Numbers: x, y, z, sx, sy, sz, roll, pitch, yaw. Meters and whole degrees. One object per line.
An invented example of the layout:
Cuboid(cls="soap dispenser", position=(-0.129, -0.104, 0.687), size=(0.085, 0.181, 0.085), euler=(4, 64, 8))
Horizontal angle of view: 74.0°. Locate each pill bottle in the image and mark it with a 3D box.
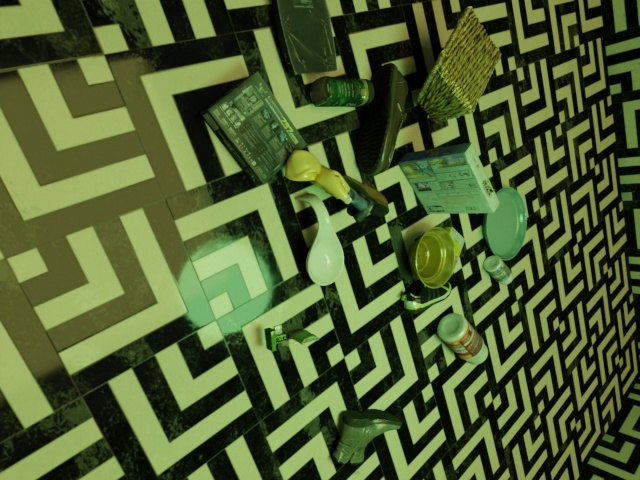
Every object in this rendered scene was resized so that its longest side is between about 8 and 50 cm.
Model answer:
Cuboid(cls="pill bottle", position=(0.763, 0.130, 1.815), size=(0.137, 0.078, 0.078), euler=(38, 71, -31))
Cuboid(cls="pill bottle", position=(0.557, 0.388, 1.651), size=(0.221, 0.121, 0.121), euler=(45, 67, -29))

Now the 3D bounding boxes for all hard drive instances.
Cuboid(cls="hard drive", position=(-0.049, -0.596, 1.186), size=(0.172, 0.054, 0.254), euler=(-21, 105, -34))

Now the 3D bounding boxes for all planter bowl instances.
Cuboid(cls="planter bowl", position=(0.380, 0.059, 1.519), size=(0.217, 0.090, 0.217), euler=(-2, 93, -37))

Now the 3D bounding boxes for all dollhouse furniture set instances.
Cuboid(cls="dollhouse furniture set", position=(-0.084, 0.262, 1.196), size=(0.152, 0.076, 0.058), euler=(-8, 98, -35))

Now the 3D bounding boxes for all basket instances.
Cuboid(cls="basket", position=(0.431, -0.587, 1.445), size=(0.223, 0.213, 0.299), euler=(38, 71, -29))

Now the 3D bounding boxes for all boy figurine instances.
Cuboid(cls="boy figurine", position=(0.027, -0.152, 1.187), size=(0.285, 0.177, 0.092), euler=(27, 103, -36))

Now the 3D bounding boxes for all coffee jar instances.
Cuboid(cls="coffee jar", position=(0.068, -0.437, 1.256), size=(0.184, 0.096, 0.079), euler=(-13, 99, -35))

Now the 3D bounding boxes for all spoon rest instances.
Cuboid(cls="spoon rest", position=(0.000, 0.000, 1.239), size=(0.137, 0.084, 0.276), euler=(-23, 105, -33))

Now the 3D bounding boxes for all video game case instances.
Cuboid(cls="video game case", position=(0.428, -0.199, 1.429), size=(0.061, 0.269, 0.244), euler=(-51, 120, -24))

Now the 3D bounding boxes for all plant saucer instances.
Cuboid(cls="plant saucer", position=(0.800, -0.073, 1.854), size=(0.318, 0.044, 0.317), euler=(-2, 94, -37))

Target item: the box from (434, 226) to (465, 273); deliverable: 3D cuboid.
Cuboid(cls="box", position=(0.487, 0.050, 1.629), size=(0.105, 0.043, 0.179), euler=(36, 70, -33))

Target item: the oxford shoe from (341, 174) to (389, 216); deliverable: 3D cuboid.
Cuboid(cls="oxford shoe", position=(0.131, -0.153, 1.349), size=(0.212, 0.076, 0.076), euler=(30, 45, -31))

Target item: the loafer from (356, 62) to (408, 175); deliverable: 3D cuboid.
Cuboid(cls="loafer", position=(0.220, -0.374, 1.348), size=(0.130, 0.134, 0.365), euler=(17, 83, -36))

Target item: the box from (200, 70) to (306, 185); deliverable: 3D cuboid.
Cuboid(cls="box", position=(-0.168, -0.290, 1.112), size=(0.183, 0.059, 0.232), euler=(-49, 118, -24))

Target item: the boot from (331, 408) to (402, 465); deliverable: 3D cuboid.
Cuboid(cls="boot", position=(0.150, 0.651, 1.403), size=(0.247, 0.083, 0.161), euler=(15, 91, -31))

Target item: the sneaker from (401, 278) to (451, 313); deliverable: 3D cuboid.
Cuboid(cls="sneaker", position=(0.387, 0.181, 1.536), size=(0.235, 0.084, 0.097), euler=(-24, 106, -33))
